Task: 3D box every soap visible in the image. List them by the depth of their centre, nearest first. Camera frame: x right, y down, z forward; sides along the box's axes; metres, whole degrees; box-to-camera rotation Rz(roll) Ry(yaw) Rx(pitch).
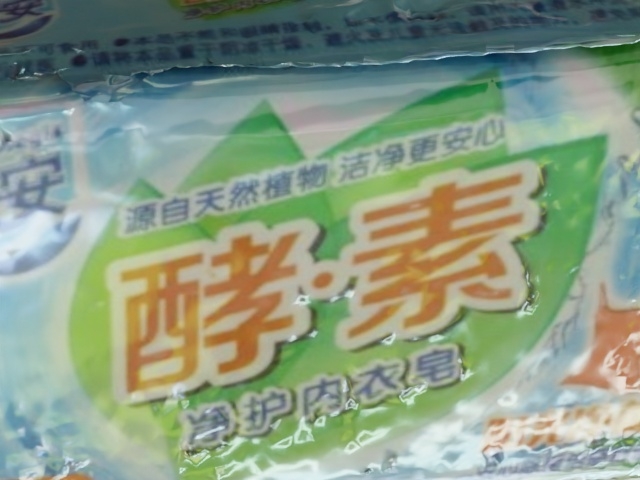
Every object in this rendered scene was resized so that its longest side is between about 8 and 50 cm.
[{"bbox_3d":[0.000,0.000,0.483,0.077,0.293,0.156,-108,-167,-55],"label":"soap"}]
